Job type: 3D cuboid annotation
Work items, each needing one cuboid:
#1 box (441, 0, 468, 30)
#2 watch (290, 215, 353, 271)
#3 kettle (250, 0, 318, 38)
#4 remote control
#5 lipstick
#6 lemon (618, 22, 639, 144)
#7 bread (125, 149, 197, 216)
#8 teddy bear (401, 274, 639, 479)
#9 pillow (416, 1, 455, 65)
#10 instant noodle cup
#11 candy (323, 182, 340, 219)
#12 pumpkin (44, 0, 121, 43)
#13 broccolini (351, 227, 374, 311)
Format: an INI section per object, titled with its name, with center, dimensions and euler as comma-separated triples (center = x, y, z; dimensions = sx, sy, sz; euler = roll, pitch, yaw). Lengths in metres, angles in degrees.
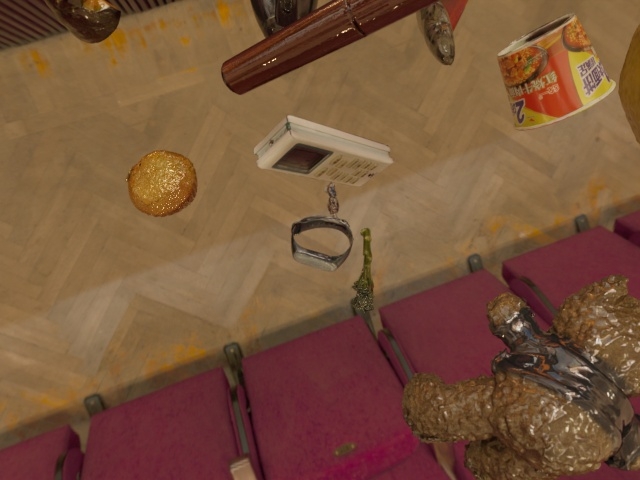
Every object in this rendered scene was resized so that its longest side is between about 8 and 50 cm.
[box]
center = 0.337, -0.799, 1.291
dimensions = 0.313, 0.089, 0.198
euler = 37, 75, -43
[watch]
center = 0.000, 0.000, 1.384
dimensions = 0.206, 0.193, 0.068
euler = 16, 142, 3
[kettle]
center = -0.098, -0.674, 1.143
dimensions = 0.207, 0.268, 0.291
euler = 1, 76, -7
[remote control]
center = 0.016, -0.160, 0.827
dimensions = 0.277, 0.102, 0.056
euler = 2, 64, -44
[lipstick]
center = 0.008, -0.266, 0.546
dimensions = 0.057, 0.356, 0.058
euler = 14, 73, -51
[lemon]
center = 0.401, -0.151, 0.362
dimensions = 0.266, 0.267, 0.268
euler = -3, 105, -12
[bread]
center = -0.510, -0.181, 1.420
dimensions = 0.239, 0.139, 0.240
euler = -5, 71, 13
[teddy bear]
center = 0.206, 0.146, 0.389
dimensions = 0.182, 0.129, 0.251
euler = 44, 104, -1
[pillow]
center = 0.208, -0.408, 0.795
dimensions = 0.051, 0.241, 0.093
euler = -10, 134, 12
[instant noodle cup]
center = 0.494, -0.368, 0.938
dimensions = 0.213, 0.213, 0.174
euler = -33, 106, -3
[candy]
center = 0.050, -0.145, 1.748
dimensions = 0.051, 0.094, 0.226
euler = -16, 149, -2
[pumpkin]
center = -0.616, -0.572, 1.021
dimensions = 0.254, 0.130, 0.149
euler = 45, 115, 11
[broccolini]
center = 0.143, 0.090, 1.464
dimensions = 0.073, 0.392, 0.079
euler = -6, 123, 10
